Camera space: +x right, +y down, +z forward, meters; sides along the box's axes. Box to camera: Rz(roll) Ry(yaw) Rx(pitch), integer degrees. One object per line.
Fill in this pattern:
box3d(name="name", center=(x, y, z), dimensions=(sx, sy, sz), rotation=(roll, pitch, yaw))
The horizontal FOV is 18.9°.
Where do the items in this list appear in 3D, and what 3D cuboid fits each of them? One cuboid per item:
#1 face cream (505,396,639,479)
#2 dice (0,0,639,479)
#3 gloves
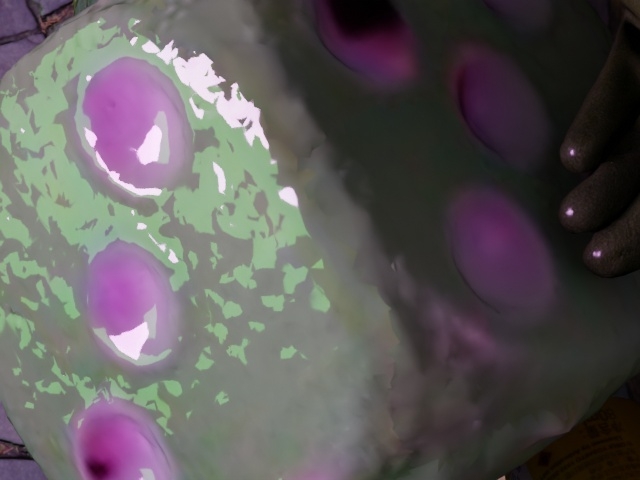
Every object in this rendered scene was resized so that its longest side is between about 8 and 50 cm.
box3d(name="face cream", center=(0.209, 0.245, 1.072), dimensions=(0.349, 0.105, 0.105), rotation=(-113, 22, -45))
box3d(name="dice", center=(0.000, 0.000, 1.119), dimensions=(0.322, 0.318, 0.330), rotation=(-33, 86, 42))
box3d(name="gloves", center=(0.193, -0.103, 0.996), dimensions=(0.135, 0.107, 0.268), rotation=(1, 79, 66))
